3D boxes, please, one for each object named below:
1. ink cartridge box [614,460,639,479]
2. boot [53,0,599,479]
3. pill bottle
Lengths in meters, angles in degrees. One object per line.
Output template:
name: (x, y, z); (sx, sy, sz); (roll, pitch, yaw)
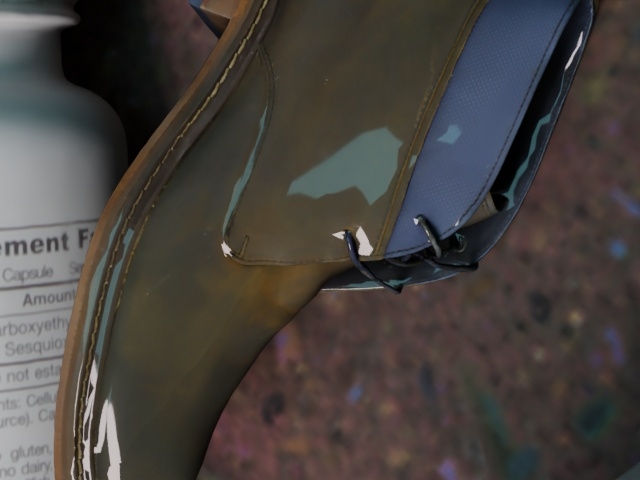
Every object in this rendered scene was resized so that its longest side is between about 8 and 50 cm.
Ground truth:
ink cartridge box: (0.125, 0.212, 0.378); (0.270, 0.198, 0.197); (34, 110, 20)
boot: (0.000, 0.000, 0.476); (0.106, 0.082, 0.219); (18, 89, 19)
pill bottle: (-0.126, 0.004, 0.526); (0.131, 0.131, 0.229); (2, 96, 28)
